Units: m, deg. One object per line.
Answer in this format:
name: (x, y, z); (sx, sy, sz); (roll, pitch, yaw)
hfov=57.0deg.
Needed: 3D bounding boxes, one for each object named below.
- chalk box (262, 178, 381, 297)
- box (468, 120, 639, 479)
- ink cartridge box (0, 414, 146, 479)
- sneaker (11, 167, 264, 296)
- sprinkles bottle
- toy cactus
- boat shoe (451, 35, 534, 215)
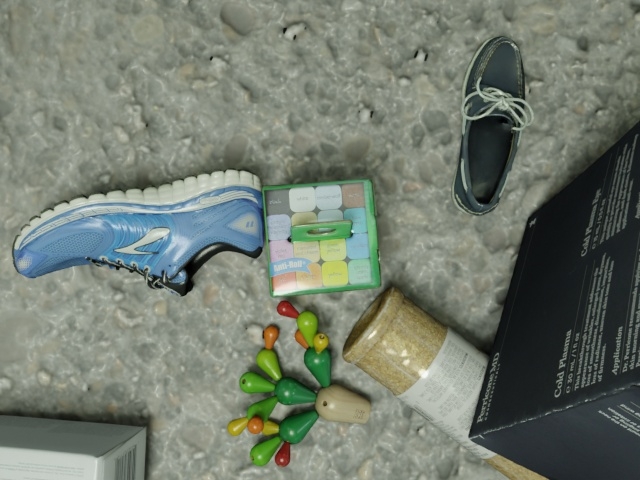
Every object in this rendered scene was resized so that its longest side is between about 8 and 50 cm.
chalk box: (0.000, 0.000, 0.725); (0.132, 0.213, 0.132); (-4, 88, -1)
box: (0.343, 0.069, 0.627); (0.179, 0.312, 0.343); (27, 62, -1)
ink cartridge box: (-0.392, 0.369, 0.728); (0.310, 0.130, 0.271); (2, 88, 8)
sneaker: (-0.229, 0.008, 0.764); (0.330, 0.130, 0.147); (-12, 86, -2)
sprinkles bottle: (0.201, 0.209, 0.770); (0.355, 0.121, 0.121); (36, 88, 0)
toy cactus: (-0.018, 0.204, 0.785); (0.181, 0.112, 0.219); (18, 79, -10)
boat shoe: (0.232, -0.160, 0.802); (0.095, 0.079, 0.254); (15, 88, 0)
